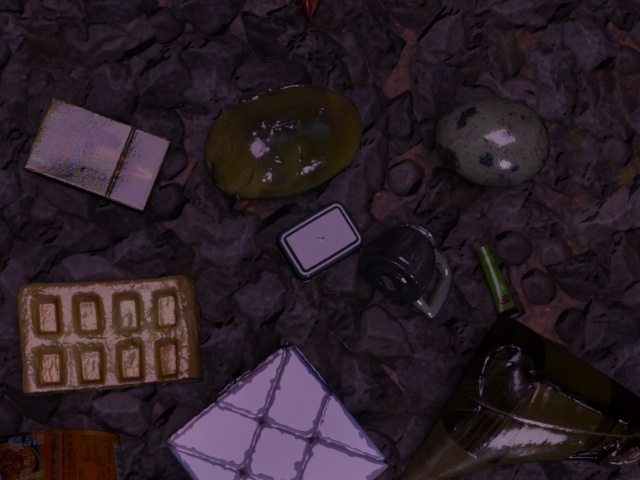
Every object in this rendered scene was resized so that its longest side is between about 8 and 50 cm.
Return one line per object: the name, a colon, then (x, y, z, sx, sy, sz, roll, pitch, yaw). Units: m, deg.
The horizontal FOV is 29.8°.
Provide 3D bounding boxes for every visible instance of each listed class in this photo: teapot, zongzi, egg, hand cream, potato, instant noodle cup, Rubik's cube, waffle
teapot: (0.143, 0.035, 1.828, 0.149, 0.111, 0.108, 33, 64, 5)
zongzi: (0.306, 0.312, 1.800, 0.289, 0.154, 0.317, 32, 98, -4)
egg: (0.263, -0.152, 1.856, 0.182, 0.141, 0.141, 10, 79, 0)
hand cream: (0.275, 0.066, 1.880, 0.036, 0.023, 0.121, -20, 87, -13)
potato: (-0.055, -0.152, 1.816, 0.248, 0.143, 0.169, -16, 93, -10)
instant noodle cup: (-0.365, 0.364, 1.662, 0.230, 0.230, 0.182, -1, 72, -7)
Rubik's cube: (-0.066, 0.302, 1.696, 0.221, 0.224, 0.231, -38, 86, -11)
waffle: (-0.314, 0.139, 1.779, 0.274, 0.057, 0.167, -3, 80, -7)

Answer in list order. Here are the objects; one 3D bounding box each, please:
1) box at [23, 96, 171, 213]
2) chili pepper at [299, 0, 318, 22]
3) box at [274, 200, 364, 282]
box: (-0.339, -0.129, 1.837, 0.193, 0.030, 0.121, 20, 79, -2)
chili pepper: (-0.010, -0.477, 1.929, 0.051, 0.059, 0.267, 2, 81, 33)
box: (0.000, 0.000, 1.853, 0.126, 0.031, 0.091, -30, 85, -9)
